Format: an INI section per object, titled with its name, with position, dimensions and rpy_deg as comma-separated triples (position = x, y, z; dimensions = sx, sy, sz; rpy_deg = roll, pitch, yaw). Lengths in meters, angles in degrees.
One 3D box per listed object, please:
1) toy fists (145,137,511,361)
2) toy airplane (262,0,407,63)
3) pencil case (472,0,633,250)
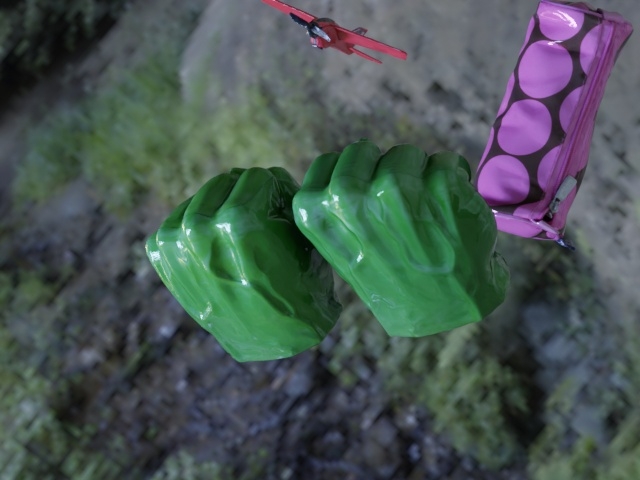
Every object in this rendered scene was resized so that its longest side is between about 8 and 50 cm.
[toy fists]
position = 0.000, 0.000, 1.257
dimensions = 0.279, 0.142, 0.096
rpy_deg = -10, 42, 34
[toy airplane]
position = 0.011, -0.180, 1.502
dimensions = 0.151, 0.151, 0.028
rpy_deg = -130, 60, -72
[pencil case]
position = 0.199, -0.103, 1.452
dimensions = 0.098, 0.095, 0.209
rpy_deg = -177, 104, -73
